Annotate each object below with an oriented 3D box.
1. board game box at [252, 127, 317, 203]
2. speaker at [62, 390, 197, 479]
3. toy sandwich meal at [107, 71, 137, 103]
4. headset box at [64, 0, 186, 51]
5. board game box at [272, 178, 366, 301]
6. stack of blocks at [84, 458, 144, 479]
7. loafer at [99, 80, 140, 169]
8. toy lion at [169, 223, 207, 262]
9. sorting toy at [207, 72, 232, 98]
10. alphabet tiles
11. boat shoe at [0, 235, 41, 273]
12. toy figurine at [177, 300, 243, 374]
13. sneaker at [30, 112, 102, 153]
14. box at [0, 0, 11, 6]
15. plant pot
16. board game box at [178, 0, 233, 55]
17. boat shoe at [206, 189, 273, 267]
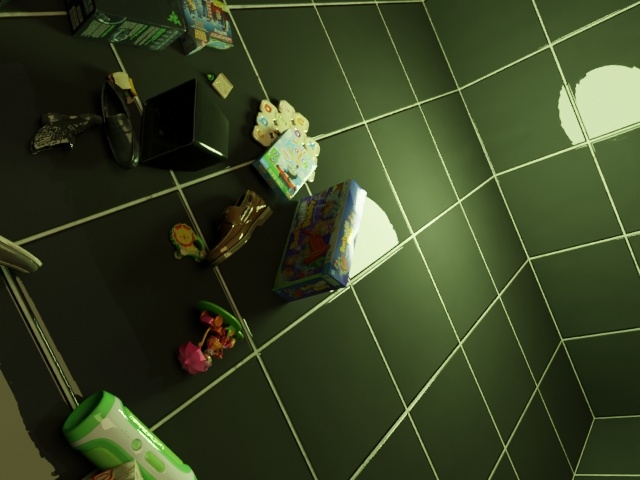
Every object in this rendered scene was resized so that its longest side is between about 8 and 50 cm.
[{"bbox_3d":[-0.109,-0.240,1.827,0.160,0.039,0.211,53,42,-19],"label":"board game box"},{"bbox_3d":[-0.392,0.453,1.200,0.296,0.131,0.131,53,43,-19],"label":"speaker"},{"bbox_3d":[-0.510,-0.394,1.479,0.086,0.029,0.085,21,60,-42],"label":"toy sandwich meal"},{"bbox_3d":[-0.512,-0.649,1.500,0.283,0.131,0.246,-8,82,-50],"label":"headset box"},{"bbox_3d":[0.000,0.000,1.737,0.078,0.233,0.347,39,49,-32],"label":"board game box"},{"bbox_3d":[-0.353,0.589,1.120,0.171,0.087,0.297,-20,104,-15],"label":"stack of blocks"},{"bbox_3d":[-0.497,-0.282,1.401,0.078,0.076,0.223,73,2,-80],"label":"loafer"},{"bbox_3d":[-0.349,0.003,1.506,0.100,0.034,0.096,14,58,-45],"label":"toy lion"},{"bbox_3d":[-0.310,-0.482,1.752,0.083,0.012,0.062,48,50,-30],"label":"sorting toy"},{"bbox_3d":[-0.112,-0.327,1.905,0.278,0.021,0.284,35,52,-35],"label":"alphabet tiles"},{"bbox_3d":[-0.699,-0.007,1.067,0.335,0.112,0.095,36,68,-27],"label":"boat shoe"},{"bbox_3d":[-0.285,0.264,1.436,0.159,0.130,0.173,-59,145,-27],"label":"toy figurine"},{"bbox_3d":[-0.583,-0.246,1.327,0.170,0.051,0.089,-8,81,-45],"label":"sneaker"},{"bbox_3d":[-0.729,-0.668,1.224,0.261,0.184,0.103,50,45,-23],"label":"box"},{"bbox_3d":[-0.344,-0.280,1.516,0.167,0.187,0.188,28,54,-53],"label":"plant pot"},{"bbox_3d":[-0.360,-0.641,1.722,0.194,0.060,0.194,2,75,-48],"label":"board game box"},{"bbox_3d":[-0.245,-0.037,1.586,0.104,0.111,0.307,51,32,-12],"label":"boat shoe"}]
